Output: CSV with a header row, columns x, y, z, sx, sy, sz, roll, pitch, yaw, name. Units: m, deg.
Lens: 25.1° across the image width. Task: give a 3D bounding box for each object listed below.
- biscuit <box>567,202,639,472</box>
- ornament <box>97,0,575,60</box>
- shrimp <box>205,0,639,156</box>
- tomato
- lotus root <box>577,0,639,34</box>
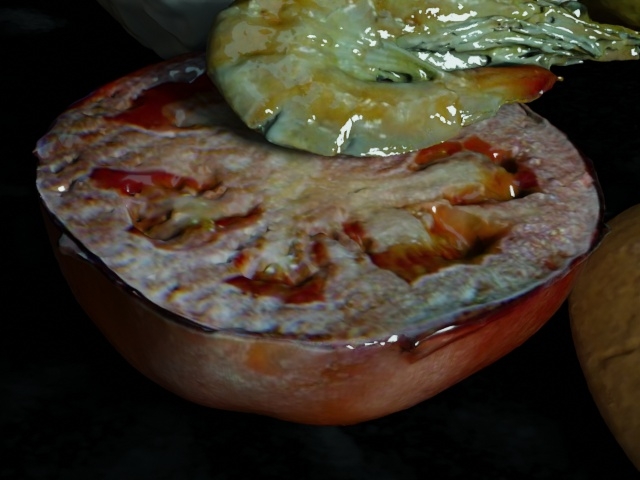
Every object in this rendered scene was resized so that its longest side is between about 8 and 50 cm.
x,y,z,sx,sy,sz,roll,pitch,yaw,name
0.187,0.020,0.514,0.192,0.036,0.186,-28,37,8,biscuit
-0.002,-0.230,0.729,0.337,0.337,0.337,2,31,-1,ornament
0.046,-0.074,0.589,0.190,0.042,0.101,-6,56,-17,shrimp
-0.002,0.002,0.575,0.224,0.085,0.225,4,33,-3,tomato
0.215,-0.224,0.885,0.193,0.193,0.291,3,30,1,lotus root
